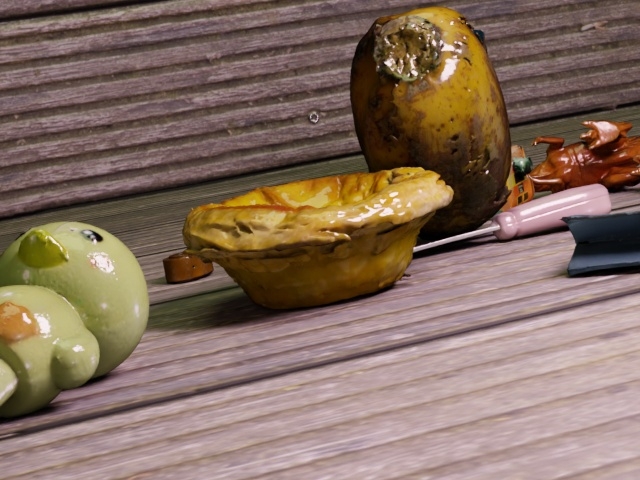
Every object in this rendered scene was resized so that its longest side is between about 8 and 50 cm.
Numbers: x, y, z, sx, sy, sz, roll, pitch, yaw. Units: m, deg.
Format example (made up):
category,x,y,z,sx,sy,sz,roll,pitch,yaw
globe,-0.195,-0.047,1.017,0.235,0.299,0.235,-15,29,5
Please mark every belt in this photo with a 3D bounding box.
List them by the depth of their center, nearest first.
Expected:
category,x,y,z,sx,sy,sz,roll,pitch,yaw
belt,-0.167,0.030,1.575,0.059,0.036,0.083,-9,6,15

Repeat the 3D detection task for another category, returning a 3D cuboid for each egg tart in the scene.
category,x,y,z,sx,sy,sz,roll,pitch,yaw
egg tart,0.000,0.000,1.269,0.294,0.116,0.295,-7,8,1

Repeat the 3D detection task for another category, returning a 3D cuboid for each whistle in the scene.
category,x,y,z,sx,sy,sz,roll,pitch,yaw
whistle,-0.228,0.062,0.968,0.141,0.141,0.294,-7,8,20

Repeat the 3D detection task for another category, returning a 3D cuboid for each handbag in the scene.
category,x,y,z,sx,sy,sz,roll,pitch,yaw
handbag,0.343,-0.009,1.155,0.221,0.057,0.144,-7,0,25

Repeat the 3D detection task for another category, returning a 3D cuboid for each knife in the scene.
category,x,y,z,sx,sy,sz,roll,pitch,yaw
knife,0.173,-0.012,1.451,0.336,0.043,0.081,-13,-2,-10

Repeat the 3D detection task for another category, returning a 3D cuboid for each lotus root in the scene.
category,x,y,z,sx,sy,sz,roll,pitch,yaw
lotus root,0.128,-0.121,1.456,0.179,0.196,0.397,-5,-23,11

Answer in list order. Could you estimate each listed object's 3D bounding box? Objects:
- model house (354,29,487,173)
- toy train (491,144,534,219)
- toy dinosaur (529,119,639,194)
category,x,y,z,sx,sy,sz,roll,pitch,yaw
model house,0.211,-0.263,2.375,0.245,0.312,0.280,-7,4,-8
toy train,0.200,-0.076,1.702,0.188,0.099,0.072,-3,12,37
toy dinosaur,0.427,-0.116,1.770,0.432,0.097,0.208,-6,-3,-3
